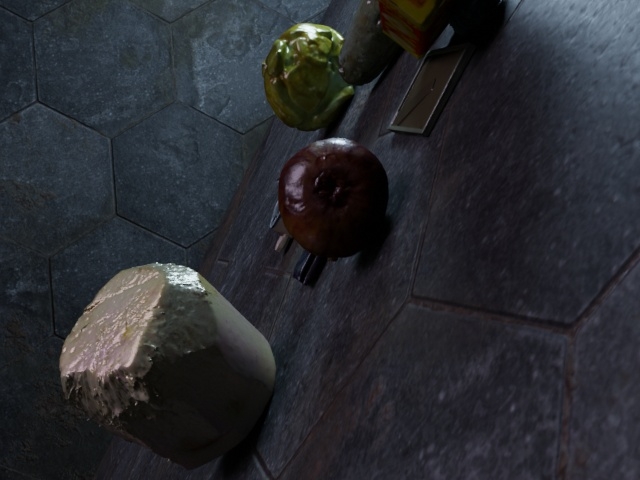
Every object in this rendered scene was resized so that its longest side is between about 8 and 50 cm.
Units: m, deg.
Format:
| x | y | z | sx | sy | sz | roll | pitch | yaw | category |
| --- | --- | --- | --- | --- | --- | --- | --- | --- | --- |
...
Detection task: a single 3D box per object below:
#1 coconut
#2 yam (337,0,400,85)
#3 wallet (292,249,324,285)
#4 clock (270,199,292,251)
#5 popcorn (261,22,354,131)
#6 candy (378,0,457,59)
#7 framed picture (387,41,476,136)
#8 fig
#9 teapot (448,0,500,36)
| x | y | z | sx | sy | sz | roll | pitch | yaw | category |
| --- | --- | --- | --- | --- | --- | --- | --- | --- | --- |
| -0.236 | 0.218 | 1.253 | 0.298 | 0.309 | 0.297 | -24 | 41 | 23 | coconut |
| 0.134 | -0.450 | 1.546 | 0.330 | 0.133 | 0.133 | -57 | 13 | 42 | yam |
| 0.001 | 0.001 | 1.352 | 0.165 | 0.030 | 0.111 | -62 | 8 | -1 | wallet |
| -0.059 | -0.084 | 1.693 | 0.229 | 0.063 | 0.156 | -63 | 13 | -6 | clock |
| -0.034 | -0.411 | 1.892 | 0.276 | 0.226 | 0.276 | -53 | 16 | 23 | popcorn |
| 0.162 | -0.369 | 1.135 | 0.146 | 0.088 | 0.276 | -54 | -3 | 8 | candy |
| 0.169 | -0.234 | 1.191 | 0.150 | 0.015 | 0.203 | -62 | 13 | 4 | framed picture |
| 0.020 | -0.059 | 1.138 | 0.175 | 0.175 | 0.207 | -63 | -7 | -1 | fig |
| 0.226 | -0.346 | 1.110 | 0.083 | 0.049 | 0.063 | -49 | 19 | 50 | teapot |
